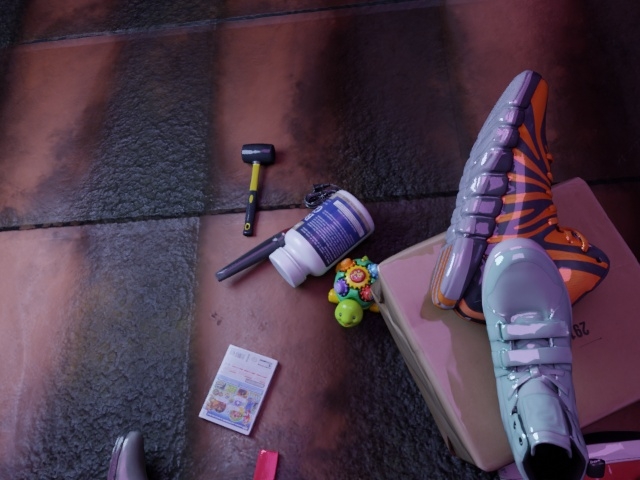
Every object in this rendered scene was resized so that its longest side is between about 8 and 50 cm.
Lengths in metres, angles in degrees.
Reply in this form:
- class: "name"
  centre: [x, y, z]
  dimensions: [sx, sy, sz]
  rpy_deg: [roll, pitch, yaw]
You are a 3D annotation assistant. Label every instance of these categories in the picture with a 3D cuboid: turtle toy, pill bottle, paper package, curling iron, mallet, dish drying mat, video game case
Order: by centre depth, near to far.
- class: "paper package"
  centre: [0.277, 0.112, 0.801]
  dimensions: [0.325, 0.168, 0.309]
  rpy_deg: [-25, 75, -5]
- class: "dish drying mat"
  centre: [-0.084, 0.354, 0.843]
  dimensions: [0.032, 0.008, 0.083]
  rpy_deg: [5, 65, 11]
- class: "video game case"
  centre: [-0.129, 0.236, 0.906]
  dimensions: [0.087, 0.011, 0.122]
  rpy_deg: [16, 67, 14]
- class: "turtle toy"
  centre: [0.059, 0.082, 0.927]
  dimensions: [0.095, 0.066, 0.130]
  rpy_deg: [11, 66, 13]
- class: "pill bottle"
  centre: [0.000, 0.000, 0.959]
  dimensions: [0.169, 0.094, 0.094]
  rpy_deg: [-40, 65, -12]
- class: "curling iron"
  centre: [-0.070, -0.012, 1.008]
  dimensions: [0.274, 0.035, 0.068]
  rpy_deg: [-38, 61, -12]
- class: "mallet"
  centre: [-0.115, -0.098, 1.060]
  dimensions: [0.063, 0.039, 0.189]
  rpy_deg: [-6, 67, 8]

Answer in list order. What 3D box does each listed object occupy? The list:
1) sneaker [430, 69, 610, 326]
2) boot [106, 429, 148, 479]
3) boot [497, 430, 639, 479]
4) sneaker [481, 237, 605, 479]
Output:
- class: "sneaker"
  centre: [0.266, -0.040, 0.708]
  dimensions: [0.180, 0.124, 0.320]
  rpy_deg: [18, 86, 3]
- class: "boot"
  centre: [-0.215, 0.392, 0.813]
  dimensions: [0.161, 0.083, 0.246]
  rpy_deg: [-6, 69, -3]
- class: "boot"
  centre: [0.368, 0.354, 0.752]
  dimensions: [0.245, 0.088, 0.176]
  rpy_deg: [-11, 77, -6]
- class: "sneaker"
  centre: [0.228, 0.130, 0.582]
  dimensions: [0.094, 0.151, 0.255]
  rpy_deg: [-9, 101, 10]
